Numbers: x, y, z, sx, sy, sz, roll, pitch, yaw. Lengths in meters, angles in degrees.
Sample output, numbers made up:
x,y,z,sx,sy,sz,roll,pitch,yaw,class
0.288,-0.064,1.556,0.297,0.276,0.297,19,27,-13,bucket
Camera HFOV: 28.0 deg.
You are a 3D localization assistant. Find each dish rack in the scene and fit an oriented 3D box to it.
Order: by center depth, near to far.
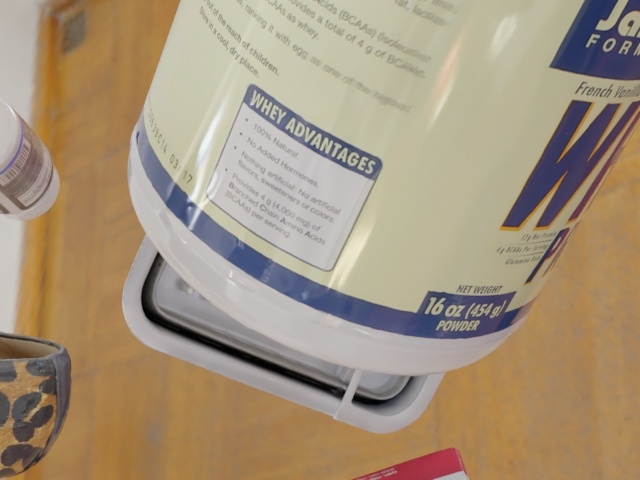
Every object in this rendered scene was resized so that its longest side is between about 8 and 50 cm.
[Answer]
x,y,z,sx,sy,sz,roll,pitch,yaw,class
0.000,0.000,1.160,0.285,0.333,0.072,-64,29,2,dish rack

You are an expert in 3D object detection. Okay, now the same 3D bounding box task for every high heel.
x,y,z,sx,sy,sz,roll,pitch,yaw,class
-0.244,0.025,0.630,0.186,0.261,0.093,-36,10,30,high heel

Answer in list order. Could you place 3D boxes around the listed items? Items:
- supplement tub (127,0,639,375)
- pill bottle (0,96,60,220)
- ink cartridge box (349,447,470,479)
x,y,z,sx,sy,sz,roll,pitch,yaw,class
0.058,-0.123,0.628,0.235,0.235,0.325,58,133,44,supplement tub
-0.271,-0.067,1.085,0.078,0.137,0.078,-1,74,5,pill bottle
0.078,0.270,0.971,0.127,0.128,0.176,-18,22,2,ink cartridge box
